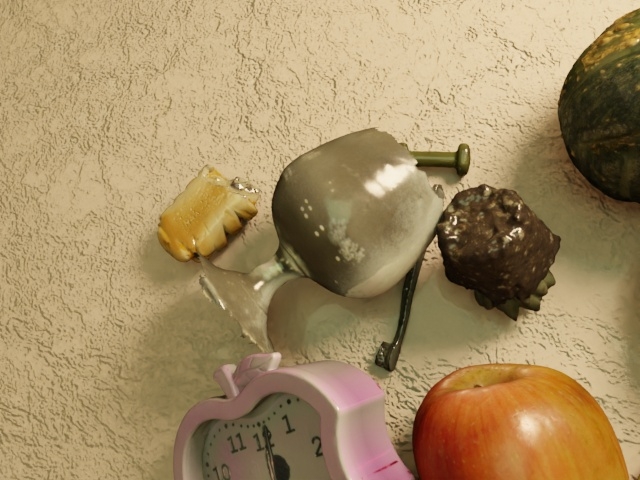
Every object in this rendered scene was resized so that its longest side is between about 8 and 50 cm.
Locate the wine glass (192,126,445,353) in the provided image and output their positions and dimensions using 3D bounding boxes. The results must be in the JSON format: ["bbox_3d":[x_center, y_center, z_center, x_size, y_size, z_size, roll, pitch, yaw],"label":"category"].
[{"bbox_3d":[0.000,0.000,0.779,0.323,0.238,0.238,-35,71,-3],"label":"wine glass"}]

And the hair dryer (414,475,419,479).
[{"bbox_3d":[0.119,0.412,0.715,0.064,0.117,0.181,-5,98,9],"label":"hair dryer"}]

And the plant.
[{"bbox_3d":[0.239,0.017,0.750,0.129,0.194,0.132,-51,46,-8],"label":"plant"}]

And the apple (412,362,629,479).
[{"bbox_3d":[0.225,0.275,0.651,0.242,0.242,0.240,-14,88,7],"label":"apple"}]

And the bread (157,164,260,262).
[{"bbox_3d":[-0.182,-0.042,0.897,0.177,0.084,0.119,-45,70,-3],"label":"bread"}]

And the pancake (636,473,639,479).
[{"bbox_3d":[0.477,0.447,0.651,0.305,0.067,0.426,-10,72,1],"label":"pancake"}]

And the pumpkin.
[{"bbox_3d":[0.485,-0.183,0.713,0.328,0.257,0.291,12,67,21],"label":"pumpkin"}]

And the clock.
[{"bbox_3d":[-0.042,0.301,0.687,0.339,0.102,0.338,0,90,40],"label":"clock"}]

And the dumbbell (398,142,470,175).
[{"bbox_3d":[0.175,-0.128,0.871,0.118,0.046,0.052,3,81,12],"label":"dumbbell"}]

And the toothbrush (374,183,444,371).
[{"bbox_3d":[0.138,0.051,0.837,0.031,0.030,0.297,13,78,25],"label":"toothbrush"}]
